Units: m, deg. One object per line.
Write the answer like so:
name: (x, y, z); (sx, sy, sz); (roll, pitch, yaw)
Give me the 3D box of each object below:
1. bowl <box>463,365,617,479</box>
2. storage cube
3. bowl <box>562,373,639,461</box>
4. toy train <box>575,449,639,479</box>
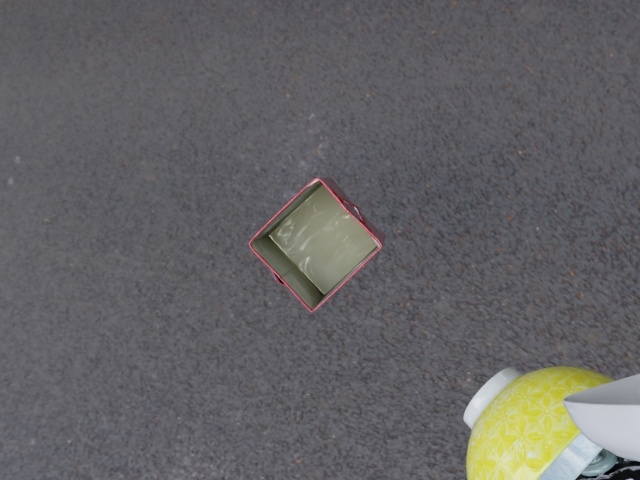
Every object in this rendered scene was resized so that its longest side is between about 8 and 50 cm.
bowl: (0.310, 0.285, 0.977); (0.156, 0.289, 0.289); (42, 99, 35)
storage cube: (0.000, 0.000, 1.306); (0.215, 0.193, 0.183); (-44, 89, 10)
bowl: (0.276, 0.128, 0.490); (0.142, 0.142, 0.053); (-14, 82, -13)
toy train: (0.566, 0.437, 1.263); (0.334, 0.190, 0.142); (-32, 88, 32)
